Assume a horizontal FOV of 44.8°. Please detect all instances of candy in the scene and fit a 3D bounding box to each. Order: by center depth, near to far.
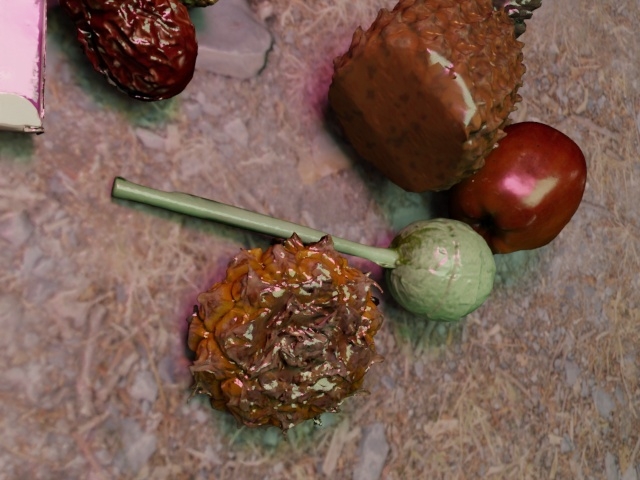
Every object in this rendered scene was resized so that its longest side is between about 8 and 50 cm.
[{"bbox_3d":[0.000,0.000,0.817,0.440,0.119,0.119,14,76,-26],"label":"candy"}]

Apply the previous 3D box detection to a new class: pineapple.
[{"bbox_3d":[-0.025,0.099,0.754,0.224,0.076,0.225,-5,106,-19],"label":"pineapple"},{"bbox_3d":[0.162,-0.219,0.895,0.202,0.202,0.362,53,52,-17],"label":"pineapple"}]

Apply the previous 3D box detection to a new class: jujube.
[{"bbox_3d":[-0.172,-0.206,0.700,0.104,0.104,0.166,-51,137,-28],"label":"jujube"}]

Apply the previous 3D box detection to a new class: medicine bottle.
[{"bbox_3d":[-0.328,-0.179,0.634,0.201,0.052,0.171,5,81,-32],"label":"medicine bottle"}]

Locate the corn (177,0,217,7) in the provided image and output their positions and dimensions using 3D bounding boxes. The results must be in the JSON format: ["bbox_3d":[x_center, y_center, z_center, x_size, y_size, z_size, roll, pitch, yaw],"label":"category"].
[{"bbox_3d":[-0.200,-0.297,0.714,0.253,0.086,0.086,22,72,-31],"label":"corn"}]

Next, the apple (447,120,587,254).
[{"bbox_3d":[0.231,-0.064,0.932,0.158,0.156,0.147,-45,152,-45],"label":"apple"}]
